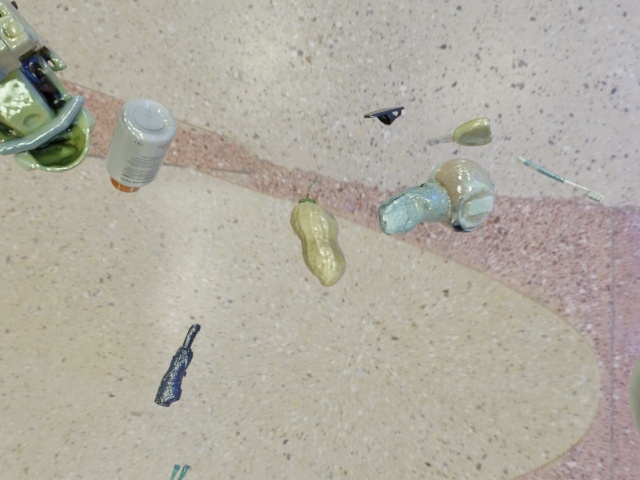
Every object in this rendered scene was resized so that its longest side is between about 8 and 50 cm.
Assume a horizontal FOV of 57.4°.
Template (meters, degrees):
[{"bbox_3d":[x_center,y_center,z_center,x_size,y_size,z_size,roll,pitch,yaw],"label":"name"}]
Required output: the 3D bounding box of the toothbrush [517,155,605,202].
[{"bbox_3d":[0.676,-0.175,1.665,0.025,0.019,0.276,-42,54,-16],"label":"toothbrush"}]

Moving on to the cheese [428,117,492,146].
[{"bbox_3d":[0.426,-0.319,1.789,0.192,0.097,0.037,-10,45,19],"label":"cheese"}]

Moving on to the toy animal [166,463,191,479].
[{"bbox_3d":[-0.423,0.726,1.655,0.103,0.100,0.208,32,112,-5],"label":"toy animal"}]

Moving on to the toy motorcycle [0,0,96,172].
[{"bbox_3d":[-0.439,-0.224,0.783,0.169,0.410,0.237,-40,79,-7],"label":"toy motorcycle"}]

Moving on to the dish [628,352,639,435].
[{"bbox_3d":[0.654,0.282,0.931,0.324,0.124,0.323,4,96,43],"label":"dish"}]

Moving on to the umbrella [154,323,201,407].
[{"bbox_3d":[-0.395,0.352,1.654,0.071,0.070,0.248,13,55,6],"label":"umbrella"}]

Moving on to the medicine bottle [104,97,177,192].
[{"bbox_3d":[-0.526,-0.257,1.677,0.157,0.288,0.156,17,51,-22],"label":"medicine bottle"}]

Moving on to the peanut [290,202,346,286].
[{"bbox_3d":[0.000,0.000,1.550,0.124,0.123,0.256,-22,60,-1],"label":"peanut"}]

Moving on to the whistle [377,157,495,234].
[{"bbox_3d":[0.283,-0.102,1.442,0.348,0.189,0.189,-16,78,-20],"label":"whistle"}]

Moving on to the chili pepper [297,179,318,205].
[{"bbox_3d":[-0.037,-0.080,1.833,0.072,0.073,0.203,-7,99,38],"label":"chili pepper"}]

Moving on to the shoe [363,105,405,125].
[{"bbox_3d":[0.201,-0.388,1.849,0.160,0.062,0.053,-19,108,-36],"label":"shoe"}]
